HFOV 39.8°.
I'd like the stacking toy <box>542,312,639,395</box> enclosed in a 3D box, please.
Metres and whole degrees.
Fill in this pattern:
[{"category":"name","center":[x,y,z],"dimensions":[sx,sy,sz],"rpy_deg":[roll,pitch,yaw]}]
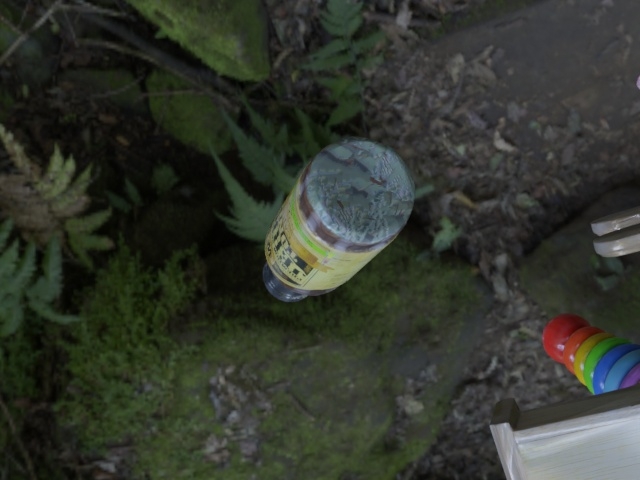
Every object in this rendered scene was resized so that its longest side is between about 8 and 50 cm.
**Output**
[{"category":"stacking toy","center":[0.470,0.210,1.444],"dimensions":[0.141,0.330,0.141],"rpy_deg":[-5,106,-18]}]

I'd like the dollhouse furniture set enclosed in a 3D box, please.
[{"category":"dollhouse furniture set","center":[0.330,0.168,0.852],"dimensions":[0.256,0.362,0.394],"rpy_deg":[-17,-177,18]}]

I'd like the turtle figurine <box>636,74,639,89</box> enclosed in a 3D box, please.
[{"category":"turtle figurine","center":[0.289,-0.184,0.527],"dimensions":[0.197,0.275,0.266],"rpy_deg":[-12,156,34]}]

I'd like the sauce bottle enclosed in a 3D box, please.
[{"category":"sauce bottle","center":[0.000,0.000,0.956],"dimensions":[0.111,0.111,0.344],"rpy_deg":[-2,163,-14]}]
